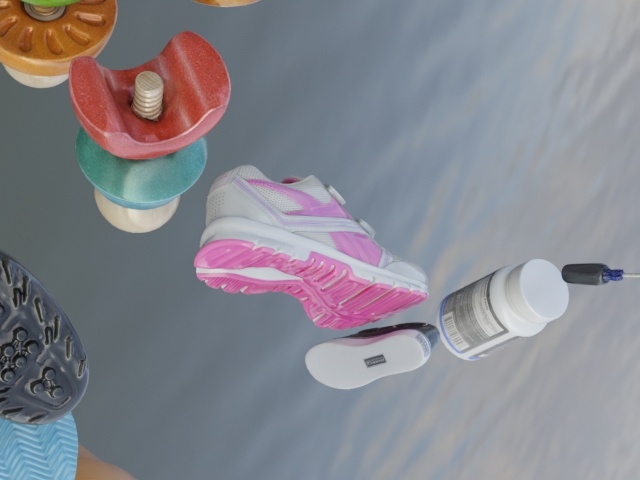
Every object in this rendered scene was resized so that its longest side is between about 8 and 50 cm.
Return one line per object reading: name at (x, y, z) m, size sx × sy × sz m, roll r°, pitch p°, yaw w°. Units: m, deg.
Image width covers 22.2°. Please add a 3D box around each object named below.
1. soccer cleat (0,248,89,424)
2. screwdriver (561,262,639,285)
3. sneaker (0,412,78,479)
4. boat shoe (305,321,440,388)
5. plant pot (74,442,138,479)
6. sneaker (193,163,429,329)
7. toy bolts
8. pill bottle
soccer cleat at (-0.310, 0.022, 1.235) m, size 0.109 × 0.318 × 0.116 m, roll -54°, pitch -165°, yaw -4°
screwdriver at (0.304, 0.032, 1.579) m, size 0.025 × 0.170 × 0.024 m, roll 34°, pitch 66°, yaw -36°
sneaker at (-0.268, 0.125, 1.403) m, size 0.092 × 0.087 × 0.229 m, roll -173°, pitch -114°, yaw -78°
boat shoe at (0.049, 0.103, 1.492) m, size 0.040 × 0.142 × 0.049 m, roll -34°, pitch 106°, yaw -48°
plant pot at (-0.343, 0.357, 1.961) m, size 0.290 × 0.203 × 0.291 m, roll -15°, pitch 124°, yaw -23°
sneaker at (0.000, 0.000, 1.432) m, size 0.252 × 0.103 × 0.111 m, roll 23°, pitch 52°, yaw -41°
toy bolts at (-0.119, -0.122, 1.125) m, size 0.218 × 0.229 × 0.158 m, roll -11°, pitch 151°, yaw -17°
pill bottle at (0.190, 0.071, 1.700) m, size 0.137 × 0.078 × 0.078 m, roll -31°, pitch -161°, yaw 50°
